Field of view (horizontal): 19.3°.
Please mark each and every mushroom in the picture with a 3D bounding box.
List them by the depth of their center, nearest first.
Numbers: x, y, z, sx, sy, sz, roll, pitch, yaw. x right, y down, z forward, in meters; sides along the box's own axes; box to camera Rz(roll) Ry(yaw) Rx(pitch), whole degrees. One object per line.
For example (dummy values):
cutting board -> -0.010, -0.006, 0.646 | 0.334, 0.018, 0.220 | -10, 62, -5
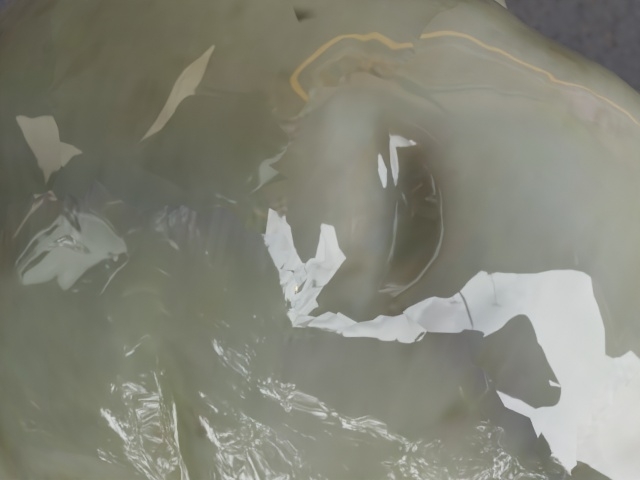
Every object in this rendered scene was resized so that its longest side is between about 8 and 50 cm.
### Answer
mushroom -> -0.022, 0.020, 0.657 | 0.315, 0.356, 0.315 | -24, 137, -24
